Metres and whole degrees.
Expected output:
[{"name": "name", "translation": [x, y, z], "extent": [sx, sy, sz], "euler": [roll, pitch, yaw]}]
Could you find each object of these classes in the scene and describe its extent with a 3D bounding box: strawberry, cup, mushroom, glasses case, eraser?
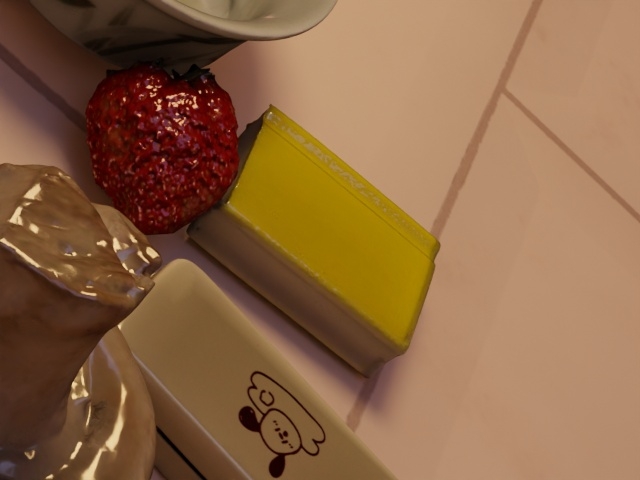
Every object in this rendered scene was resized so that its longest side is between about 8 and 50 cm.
[{"name": "strawberry", "translation": [-0.131, -0.076, 1.525], "extent": [0.131, 0.131, 0.148], "euler": [0, 84, -45]}, {"name": "cup", "translation": [-0.159, -0.281, 1.614], "extent": [0.347, 0.163, 0.347], "euler": [25, 45, -28]}, {"name": "mushroom", "translation": [-0.222, 0.091, 1.160], "extent": [0.297, 0.290, 0.297], "euler": [25, 45, -28]}, {"name": "glasses case", "translation": [-0.052, 0.165, 1.447], "extent": [0.313, 0.070, 0.131], "euler": [47, 39, -5]}, {"name": "eraser", "translation": [0.000, 0.000, 1.626], "extent": [0.226, 0.069, 0.158], "euler": [39, 39, -16]}]
